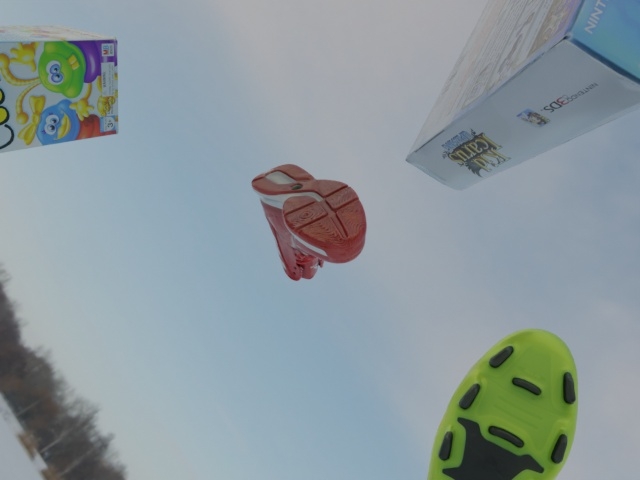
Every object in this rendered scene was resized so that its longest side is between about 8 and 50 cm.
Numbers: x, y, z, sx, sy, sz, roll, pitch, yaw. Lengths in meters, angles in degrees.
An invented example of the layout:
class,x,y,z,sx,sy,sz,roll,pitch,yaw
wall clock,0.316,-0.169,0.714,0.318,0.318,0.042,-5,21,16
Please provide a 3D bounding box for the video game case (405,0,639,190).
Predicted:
class,x,y,z,sx,sy,sz,roll,pitch,yaw
video game case,0.172,-0.178,0.436,0.061,0.269,0.244,29,-10,-5

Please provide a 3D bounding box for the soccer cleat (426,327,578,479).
class,x,y,z,sx,sy,sz,roll,pitch,yaw
soccer cleat,0.123,0.206,0.517,0.093,0.289,0.121,16,-4,13

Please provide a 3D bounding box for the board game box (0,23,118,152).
class,x,y,z,sx,sy,sz,roll,pitch,yaw
board game box,-0.425,-0.204,0.888,0.144,0.275,0.142,20,-64,31

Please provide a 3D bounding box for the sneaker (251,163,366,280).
class,x,y,z,sx,sy,sz,roll,pitch,yaw
sneaker,0.000,0.000,0.759,0.221,0.087,0.128,48,-20,57
